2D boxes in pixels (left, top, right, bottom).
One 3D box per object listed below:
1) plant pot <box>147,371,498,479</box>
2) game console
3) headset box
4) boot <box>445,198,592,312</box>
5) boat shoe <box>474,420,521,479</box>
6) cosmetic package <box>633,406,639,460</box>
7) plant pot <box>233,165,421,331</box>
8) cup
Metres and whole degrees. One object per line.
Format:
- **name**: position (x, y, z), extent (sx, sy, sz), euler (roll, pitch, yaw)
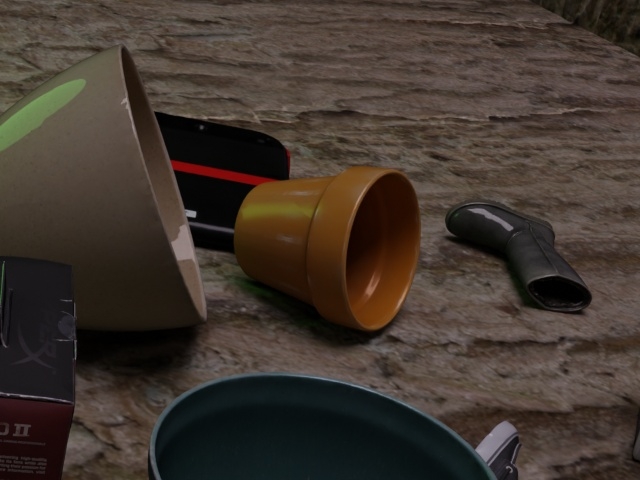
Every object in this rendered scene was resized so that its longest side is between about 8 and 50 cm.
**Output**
- **plant pot**: position (-0.014, 0.268, 1.117), extent (0.293, 0.196, 0.293), euler (12, 25, -6)
- **game console**: position (-0.229, -0.092, 1.961), extent (0.387, 0.060, 0.342), euler (10, 30, -8)
- **headset box**: position (-0.267, 0.162, 1.092), extent (0.110, 0.293, 0.218), euler (8, 26, -14)
- **boot**: position (0.285, 0.024, 1.969), extent (0.190, 0.076, 0.208), euler (8, 32, -7)
- **boat shoe**: position (0.169, 0.262, 1.383), extent (0.076, 0.080, 0.228), euler (39, 27, 11)
- **cosmetic package**: position (0.580, 0.200, 1.566), extent (0.385, 0.217, 0.156), euler (21, 26, 11)
- **plant pot**: position (0.000, 0.000, 1.728), extent (0.188, 0.205, 0.205), euler (9, 20, 29)
- **cup**: position (-0.287, -0.031, 1.533), extent (0.237, 0.331, 0.331), euler (-17, 28, -1)
